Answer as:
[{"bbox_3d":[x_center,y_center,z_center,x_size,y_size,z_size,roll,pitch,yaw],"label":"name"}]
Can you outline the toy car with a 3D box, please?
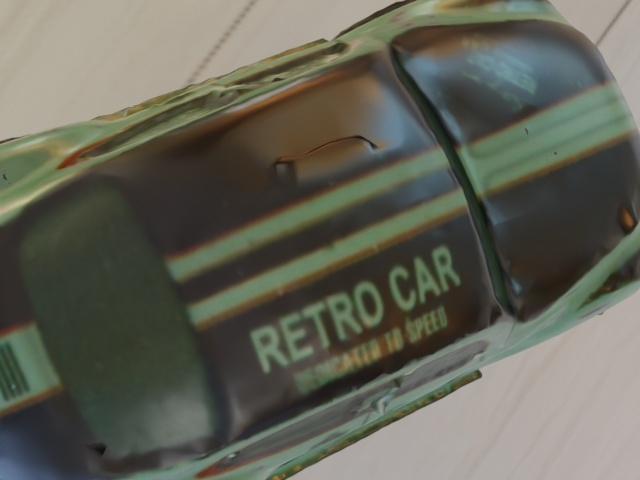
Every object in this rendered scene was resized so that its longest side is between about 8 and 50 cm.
[{"bbox_3d":[0.000,0.000,0.518,0.306,0.125,0.136,-23,89,-28],"label":"toy car"}]
